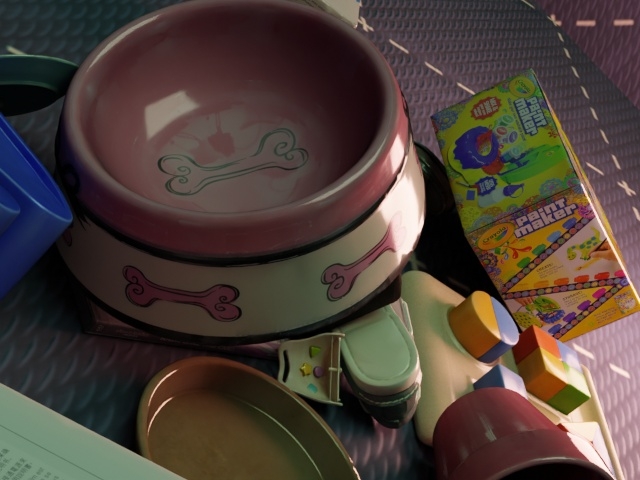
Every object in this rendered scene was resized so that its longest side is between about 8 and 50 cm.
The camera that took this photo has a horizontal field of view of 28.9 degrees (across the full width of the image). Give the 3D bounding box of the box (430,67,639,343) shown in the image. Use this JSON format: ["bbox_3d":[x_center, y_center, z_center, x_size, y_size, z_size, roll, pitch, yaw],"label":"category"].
[{"bbox_3d":[0.319,-0.046,1.851,0.279,0.177,0.290,55,17,-37],"label":"box"}]

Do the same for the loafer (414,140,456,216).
[{"bbox_3d":[0.092,-0.127,1.895,0.267,0.096,0.084,45,47,15],"label":"loafer"}]

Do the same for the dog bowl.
[{"bbox_3d":[-0.089,-0.096,1.292,0.408,0.150,0.408,0,50,0],"label":"dog bowl"}]

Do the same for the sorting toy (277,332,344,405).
[{"bbox_3d":[-0.015,0.146,1.416,0.075,0.045,0.083,11,72,-27],"label":"sorting toy"}]

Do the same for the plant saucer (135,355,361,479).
[{"bbox_3d":[-0.070,0.236,1.235,0.278,0.041,0.278,31,31,-21],"label":"plant saucer"}]

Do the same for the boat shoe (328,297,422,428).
[{"bbox_3d":[0.056,0.102,1.547,0.319,0.116,0.099,-108,-176,-52],"label":"boat shoe"}]

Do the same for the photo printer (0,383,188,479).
[{"bbox_3d":[-0.261,0.214,0.870,0.307,0.107,0.256,24,37,11],"label":"photo printer"}]

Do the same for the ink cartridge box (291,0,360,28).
[{"bbox_3d":[-0.079,-0.301,1.752,0.168,0.232,0.171,35,29,-17],"label":"ink cartridge box"}]

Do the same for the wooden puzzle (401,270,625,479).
[{"bbox_3d":[0.268,0.201,1.656,0.348,0.080,0.322,28,32,-24],"label":"wooden puzzle"}]

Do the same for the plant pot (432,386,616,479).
[{"bbox_3d":[0.211,0.268,1.395,0.201,0.201,0.180,27,18,-25],"label":"plant pot"}]

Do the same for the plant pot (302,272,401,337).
[{"bbox_3d":[0.000,0.000,1.468,0.187,0.188,0.167,-110,173,-50],"label":"plant pot"}]

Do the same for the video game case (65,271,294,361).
[{"bbox_3d":[-0.168,0.040,1.398,0.274,0.026,0.196,14,39,-42],"label":"video game case"}]

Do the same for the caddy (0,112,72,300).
[{"bbox_3d":[-0.390,-0.064,1.112,0.341,0.179,0.241,50,8,11],"label":"caddy"}]

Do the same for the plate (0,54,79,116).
[{"bbox_3d":[-0.342,-0.156,1.312,0.188,0.188,0.024,-1,78,-51],"label":"plate"}]
